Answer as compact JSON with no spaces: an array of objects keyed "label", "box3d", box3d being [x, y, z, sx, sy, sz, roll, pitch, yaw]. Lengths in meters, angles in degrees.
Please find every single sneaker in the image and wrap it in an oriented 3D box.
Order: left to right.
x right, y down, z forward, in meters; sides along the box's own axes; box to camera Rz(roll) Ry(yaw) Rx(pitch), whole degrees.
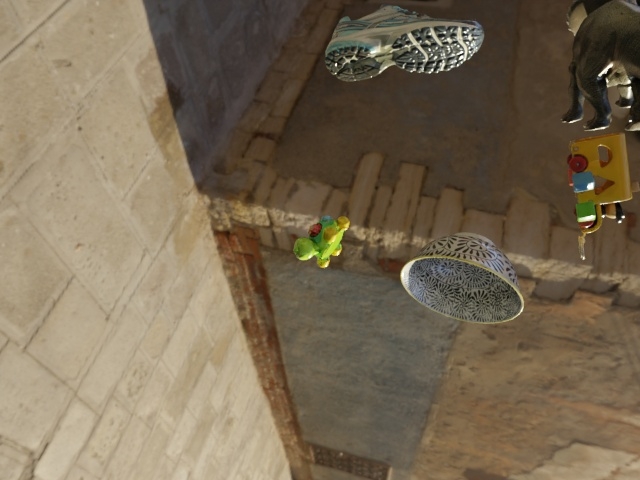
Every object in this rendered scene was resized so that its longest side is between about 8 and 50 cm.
[{"label":"sneaker","box3d":[0.148,-0.379,0.948,0.110,0.283,0.122,56,38,-62]}]

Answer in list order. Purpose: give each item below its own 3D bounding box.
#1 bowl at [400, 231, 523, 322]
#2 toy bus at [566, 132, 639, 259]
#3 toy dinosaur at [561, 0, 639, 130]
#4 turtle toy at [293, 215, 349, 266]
[{"label":"bowl","box3d":[0.207,0.042,0.745,0.170,0.170,0.080,81,30,-57]},{"label":"toy bus","box3d":[0.505,-0.095,0.936,0.202,0.105,0.190,51,39,-48]},{"label":"toy dinosaur","box3d":[0.347,-0.220,0.627,0.313,0.121,0.160,-54,131,-57]},{"label":"turtle toy","box3d":[0.000,0.000,1.032,0.130,0.066,0.095,-42,156,-46]}]
